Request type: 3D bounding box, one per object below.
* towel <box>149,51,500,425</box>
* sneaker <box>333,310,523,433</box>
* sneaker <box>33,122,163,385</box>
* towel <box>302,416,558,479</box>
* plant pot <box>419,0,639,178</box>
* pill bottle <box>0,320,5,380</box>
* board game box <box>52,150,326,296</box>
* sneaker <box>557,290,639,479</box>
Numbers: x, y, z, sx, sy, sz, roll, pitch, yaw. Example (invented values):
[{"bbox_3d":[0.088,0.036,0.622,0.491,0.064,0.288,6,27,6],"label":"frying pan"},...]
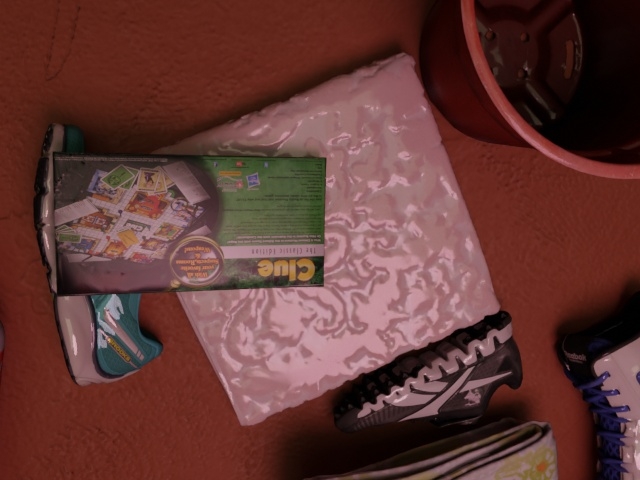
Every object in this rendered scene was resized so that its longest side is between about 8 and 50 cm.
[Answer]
[{"bbox_3d":[0.000,0.000,0.709,0.331,0.053,0.317,-23,99,-3],"label":"towel"},{"bbox_3d":[0.132,0.176,0.729,0.234,0.078,0.106,-27,96,-5],"label":"sneaker"},{"bbox_3d":[-0.236,0.013,0.677,0.109,0.107,0.276,-14,103,-24],"label":"sneaker"},{"bbox_3d":[0.129,0.399,0.698,0.320,0.090,0.375,-9,101,-23],"label":"towel"},{"bbox_3d":[0.223,-0.196,0.604,0.272,0.265,0.273,-1,96,-5],"label":"plant pot"},{"bbox_3d":[-0.411,0.170,0.619,0.181,0.181,0.323,8,96,-7],"label":"pill bottle"},{"bbox_3d":[-0.121,-0.017,0.631,0.259,0.030,0.136,0,95,-17],"label":"board game box"},{"bbox_3d":[0.349,0.193,0.741,0.182,0.127,0.316,21,87,-4],"label":"sneaker"}]
